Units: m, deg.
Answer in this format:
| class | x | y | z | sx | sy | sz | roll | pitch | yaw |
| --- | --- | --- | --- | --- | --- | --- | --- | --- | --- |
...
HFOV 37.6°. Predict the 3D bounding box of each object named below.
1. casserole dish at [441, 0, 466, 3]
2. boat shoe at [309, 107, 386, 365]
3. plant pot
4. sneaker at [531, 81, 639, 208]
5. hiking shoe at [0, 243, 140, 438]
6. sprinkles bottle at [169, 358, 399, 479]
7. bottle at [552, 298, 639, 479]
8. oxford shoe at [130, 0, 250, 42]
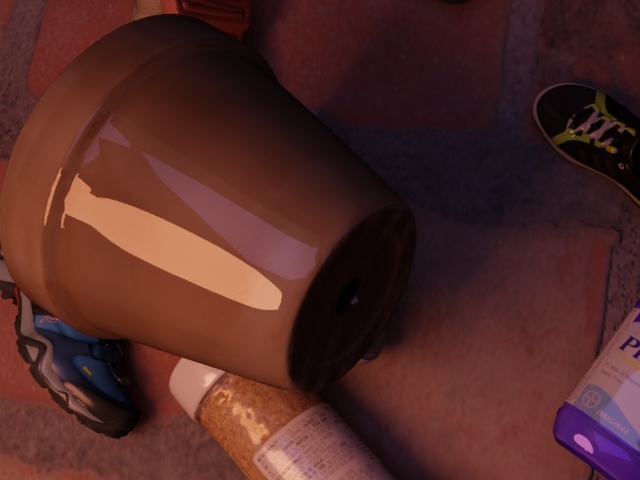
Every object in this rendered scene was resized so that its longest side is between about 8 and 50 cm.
| class | x | y | z | sx | sy | sz | roll | pitch | yaw |
| --- | --- | --- | --- | --- | --- | --- | --- | --- | --- |
| casserole dish | 0.132 | -0.351 | 1.136 | 0.188 | 0.037 | 0.114 | 32 | 84 | 20 |
| boat shoe | 0.000 | 0.000 | 1.048 | 0.094 | 0.109 | 0.302 | -24 | 63 | 30 |
| plant pot | -0.075 | -0.011 | 0.870 | 0.280 | 0.323 | 0.323 | 29 | 83 | 27 |
| sneaker | 0.323 | -0.101 | 0.980 | 0.235 | 0.097 | 0.084 | 41 | 87 | 21 |
| hiking shoe | -0.277 | 0.081 | 1.078 | 0.132 | 0.113 | 0.304 | -37 | 69 | 3 |
| sprinkles bottle | -0.003 | 0.238 | 0.956 | 0.121 | 0.121 | 0.355 | -45 | 69 | -1 |
| bottle | 0.348 | 0.108 | 0.916 | 0.118 | 0.092 | 0.283 | 37 | 86 | 22 |
| oxford shoe | -0.162 | -0.167 | 1.133 | 0.147 | 0.141 | 0.396 | -8 | 77 | 51 |
